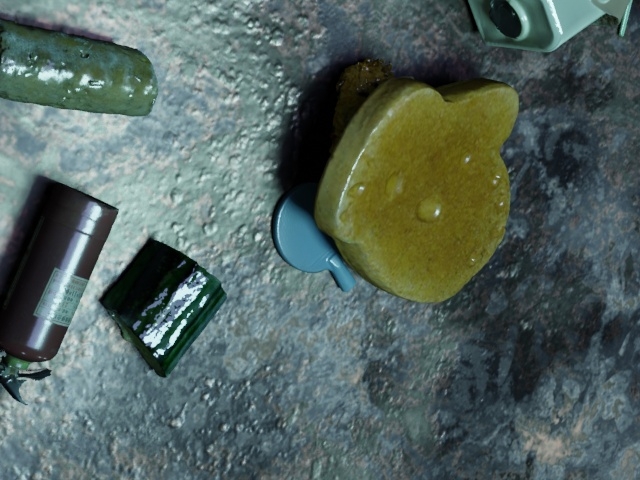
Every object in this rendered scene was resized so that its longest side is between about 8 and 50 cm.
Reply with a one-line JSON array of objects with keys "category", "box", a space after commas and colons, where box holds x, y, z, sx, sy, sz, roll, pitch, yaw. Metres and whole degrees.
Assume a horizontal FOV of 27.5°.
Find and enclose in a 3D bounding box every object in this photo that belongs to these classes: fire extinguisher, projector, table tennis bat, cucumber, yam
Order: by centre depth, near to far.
[{"category": "yam", "box": [-0.248, -0.166, 1.271, 0.179, 0.078, 0.078, 5, 102, -36]}, {"category": "fire extinguisher", "box": [-0.274, 0.061, 1.331, 0.099, 0.071, 0.231, 18, 94, -66]}, {"category": "cucumber", "box": [-0.165, 0.076, 1.415, 0.115, 0.062, 0.116, -53, 128, -15]}, {"category": "projector", "box": [0.262, -0.343, 1.527, 0.177, 0.163, 0.242, -36, 120, -20]}, {"category": "table tennis bat", "box": [0.000, 0.000, 1.536, 0.100, 0.019, 0.155, -44, 123, -17]}]

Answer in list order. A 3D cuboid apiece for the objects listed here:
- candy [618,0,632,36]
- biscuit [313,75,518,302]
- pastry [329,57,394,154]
[{"category": "candy", "box": [0.418, -0.365, 1.710, 0.060, 0.060, 0.201, -3, 114, -35]}, {"category": "biscuit", "box": [0.129, -0.075, 1.544, 0.287, 0.057, 0.344, -57, 142, -3]}, {"category": "pastry", "box": [0.047, -0.136, 1.503, 0.080, 0.056, 0.140, -16, 113, -40]}]
